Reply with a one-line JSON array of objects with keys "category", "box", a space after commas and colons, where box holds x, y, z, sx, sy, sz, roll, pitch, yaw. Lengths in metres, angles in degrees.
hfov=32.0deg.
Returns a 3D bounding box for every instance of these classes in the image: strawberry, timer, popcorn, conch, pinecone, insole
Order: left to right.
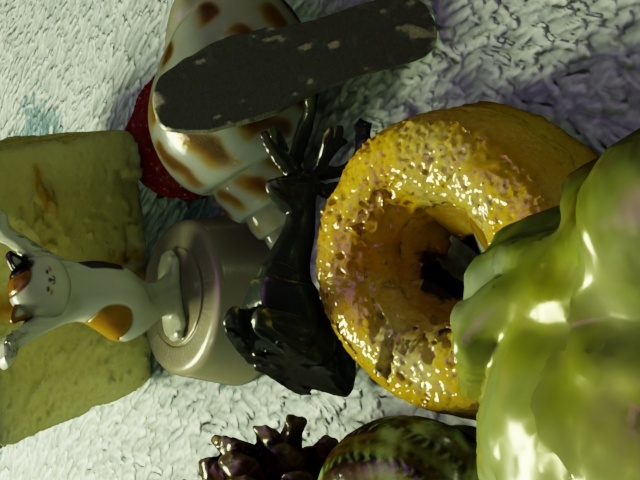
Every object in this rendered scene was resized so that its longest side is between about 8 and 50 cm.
[{"category": "timer", "box": [-0.184, 0.053, 1.062, 0.175, 0.266, 0.175, -7, 81, 52]}, {"category": "strawberry", "box": [-0.156, -0.117, 1.178, 0.146, 0.082, 0.187, 54, 142, 30]}, {"category": "conch", "box": [-0.075, -0.126, 1.039, 0.149, 0.183, 0.274, 9, 104, 23]}, {"category": "pinecone", "box": [-0.046, 0.257, 0.932, 0.184, 0.179, 0.204, -17, 60, 6]}, {"category": "insole", "box": [-0.023, -0.149, 0.940, 0.011, 0.248, 0.081, 75, 178, -72]}, {"category": "conch", "box": [0.076, 0.217, 0.800, 0.187, 0.124, 0.181, 40, 92, 24]}, {"category": "popcorn", "box": [0.220, 0.085, 0.519, 0.312, 0.312, 0.312, -8, 80, 52]}]

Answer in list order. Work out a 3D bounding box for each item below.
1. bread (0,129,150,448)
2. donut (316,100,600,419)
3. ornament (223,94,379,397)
[{"category": "bread", "box": [-0.348, 0.032, 1.261, 0.405, 0.242, 0.345, 13, 114, 47]}, {"category": "donut", "box": [0.109, 0.015, 0.822, 0.254, 0.118, 0.253, 2, 93, 39]}, {"category": "ornament", "box": [0.000, 0.000, 0.953, 0.080, 0.202, 0.236, 2, 67, 23]}]
